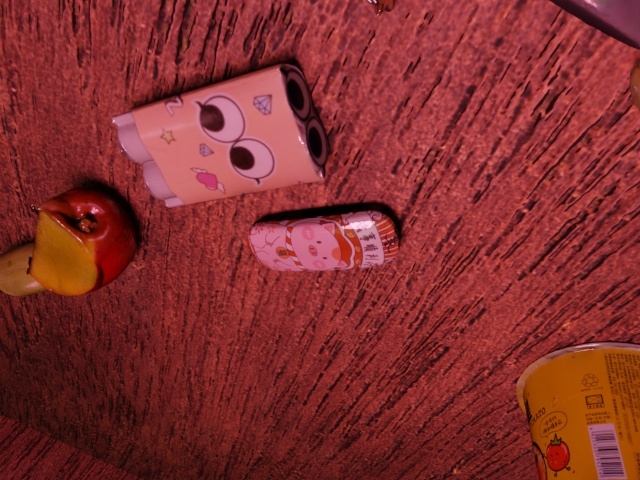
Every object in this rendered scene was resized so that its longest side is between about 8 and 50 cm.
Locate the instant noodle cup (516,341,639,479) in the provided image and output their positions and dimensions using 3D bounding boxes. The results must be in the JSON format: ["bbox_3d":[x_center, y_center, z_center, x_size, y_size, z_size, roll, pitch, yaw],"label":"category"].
[{"bbox_3d":[0.509,0.370,0.775,0.326,0.254,0.325,10,131,12],"label":"instant noodle cup"}]

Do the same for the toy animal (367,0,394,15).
[{"bbox_3d":[-0.024,-0.350,0.486,0.225,0.066,0.229,-9,118,3],"label":"toy animal"}]

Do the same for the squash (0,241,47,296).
[{"bbox_3d":[-0.617,0.061,1.018,0.187,0.123,0.123,-11,124,29],"label":"squash"}]

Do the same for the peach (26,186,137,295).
[{"bbox_3d":[-0.445,0.018,0.887,0.154,0.158,0.267,39,129,-2],"label":"peach"}]

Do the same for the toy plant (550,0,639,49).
[{"bbox_3d":[0.314,-0.336,0.292,0.280,0.185,0.400,22,125,-15],"label":"toy plant"}]

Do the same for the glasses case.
[{"bbox_3d":[0.000,0.000,0.770,0.267,0.067,0.103,-5,128,25],"label":"glasses case"}]

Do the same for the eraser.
[{"bbox_3d":[-0.146,-0.147,0.684,0.291,0.087,0.171,-7,125,24],"label":"eraser"}]

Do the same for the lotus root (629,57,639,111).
[{"bbox_3d":[0.411,-0.140,0.490,0.183,0.077,0.090,36,139,-8],"label":"lotus root"}]
